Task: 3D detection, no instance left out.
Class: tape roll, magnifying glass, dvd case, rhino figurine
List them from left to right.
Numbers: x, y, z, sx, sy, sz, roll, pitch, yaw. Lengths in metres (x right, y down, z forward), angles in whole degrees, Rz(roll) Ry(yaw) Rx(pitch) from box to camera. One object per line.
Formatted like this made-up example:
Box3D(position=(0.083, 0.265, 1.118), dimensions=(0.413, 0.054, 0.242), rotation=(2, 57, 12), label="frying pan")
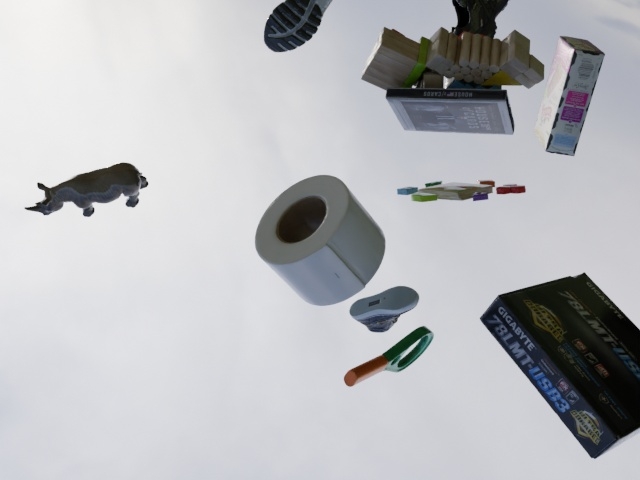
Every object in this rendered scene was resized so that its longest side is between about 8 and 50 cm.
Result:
Box3D(position=(-0.464, -0.097, 1.578), dimensions=(0.243, 0.106, 0.073), rotation=(-14, -110, -10), label="rhino figurine")
Box3D(position=(0.000, 0.000, 1.762), dimensions=(0.169, 0.246, 0.246), rotation=(48, -165, -40), label="tape roll")
Box3D(position=(0.114, 0.194, 1.297), dimensions=(0.026, 0.092, 0.231), rotation=(44, -149, 25), label="magnifying glass")
Box3D(position=(0.269, -0.264, 1.633), dimensions=(0.238, 0.030, 0.179), rotation=(6, 168, 20), label="dvd case")

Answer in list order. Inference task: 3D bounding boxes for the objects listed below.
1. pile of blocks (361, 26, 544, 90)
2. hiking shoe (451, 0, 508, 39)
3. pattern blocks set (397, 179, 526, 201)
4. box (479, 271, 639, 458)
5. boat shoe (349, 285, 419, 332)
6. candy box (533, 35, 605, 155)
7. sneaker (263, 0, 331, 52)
Box3D(position=(0.269, -0.366, 1.628), dimensions=(0.362, 0.149, 0.113), rotation=(7, -125, 8), label="pile of blocks")
Box3D(position=(0.351, -0.537, 1.755), dimensions=(0.114, 0.227, 0.086), rotation=(15, -175, -30), label="hiking shoe")
Box3D(position=(0.379, -0.136, 2.228), dimensions=(0.285, 0.026, 0.325), rotation=(-10, -167, -23), label="pattern blocks set")
Box3D(position=(0.463, 0.198, 1.371), dimensions=(0.293, 0.073, 0.296), rotation=(-9, -128, -41), label="box")
Box3D(position=(0.159, 0.156, 1.782), dimensions=(0.083, 0.183, 0.065), rotation=(42, -131, -34), label="boat shoe")
Box3D(position=(0.553, -0.326, 1.790), dimensions=(0.071, 0.234, 0.159), rotation=(9, -156, 0), label="candy box")
Box3D(position=(-0.022, -0.419, 1.411), dimensions=(0.081, 0.208, 0.094), rotation=(40, -165, -14), label="sneaker")
